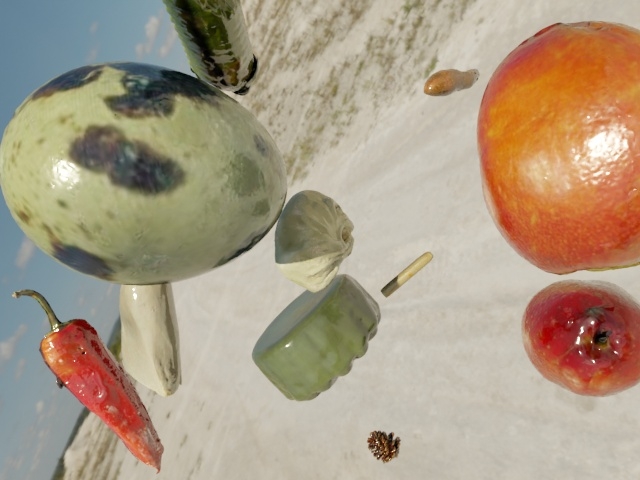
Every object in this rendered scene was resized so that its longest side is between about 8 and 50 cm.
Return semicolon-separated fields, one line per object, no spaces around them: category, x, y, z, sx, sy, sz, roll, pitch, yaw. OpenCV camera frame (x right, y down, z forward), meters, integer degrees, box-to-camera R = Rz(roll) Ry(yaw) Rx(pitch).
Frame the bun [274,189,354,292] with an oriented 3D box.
bun;0.000;0.000;1.107;0.133;0.231;0.231;-4;56;30

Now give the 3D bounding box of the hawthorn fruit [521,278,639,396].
hawthorn fruit;0.614;0.221;1.148;0.284;0.285;0.369;-64;-20;5

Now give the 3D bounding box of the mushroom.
mushroom;-0.442;0.187;1.287;0.154;0.138;0.407;-3;93;48

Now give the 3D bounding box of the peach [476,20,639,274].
peach;0.380;-0.133;0.728;0.290;0.372;0.372;-12;41;16

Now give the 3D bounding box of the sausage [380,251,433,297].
sausage;0.179;0.070;1.035;0.132;0.024;0.024;-41;20;6

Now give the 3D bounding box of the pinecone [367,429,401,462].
pinecone;0.199;0.640;1.561;0.102;0.109;0.102;-36;32;27

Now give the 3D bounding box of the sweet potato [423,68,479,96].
sweet potato;0.276;-0.320;0.998;0.214;0.050;0.050;-25;-15;-41

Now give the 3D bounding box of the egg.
egg;-0.260;-0.098;0.797;0.345;0.428;0.345;-171;90;-68

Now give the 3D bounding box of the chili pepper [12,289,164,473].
chili pepper;-0.240;0.159;0.548;0.050;0.268;0.059;-18;18;34

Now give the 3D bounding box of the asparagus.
asparagus;-0.175;-0.347;0.777;0.108;0.128;0.382;-61;-3;-8

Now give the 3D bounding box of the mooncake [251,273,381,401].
mooncake;-0.003;0.257;1.351;0.356;0.194;0.356;-40;8;7
